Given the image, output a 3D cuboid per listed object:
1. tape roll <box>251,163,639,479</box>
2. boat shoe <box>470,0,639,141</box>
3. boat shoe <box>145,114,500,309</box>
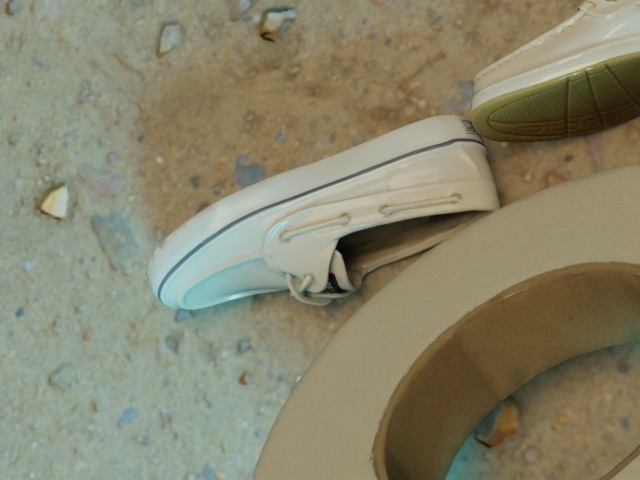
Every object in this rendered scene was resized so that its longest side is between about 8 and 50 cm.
[{"bbox_3d":[0.135,0.109,0.959,0.392,0.072,0.392,-27,30,17],"label":"tape roll"},{"bbox_3d":[0.222,-0.151,1.108,0.277,0.098,0.096,-21,68,5],"label":"boat shoe"},{"bbox_3d":[0.000,0.000,1.149,0.258,0.095,0.084,-26,63,14],"label":"boat shoe"}]
